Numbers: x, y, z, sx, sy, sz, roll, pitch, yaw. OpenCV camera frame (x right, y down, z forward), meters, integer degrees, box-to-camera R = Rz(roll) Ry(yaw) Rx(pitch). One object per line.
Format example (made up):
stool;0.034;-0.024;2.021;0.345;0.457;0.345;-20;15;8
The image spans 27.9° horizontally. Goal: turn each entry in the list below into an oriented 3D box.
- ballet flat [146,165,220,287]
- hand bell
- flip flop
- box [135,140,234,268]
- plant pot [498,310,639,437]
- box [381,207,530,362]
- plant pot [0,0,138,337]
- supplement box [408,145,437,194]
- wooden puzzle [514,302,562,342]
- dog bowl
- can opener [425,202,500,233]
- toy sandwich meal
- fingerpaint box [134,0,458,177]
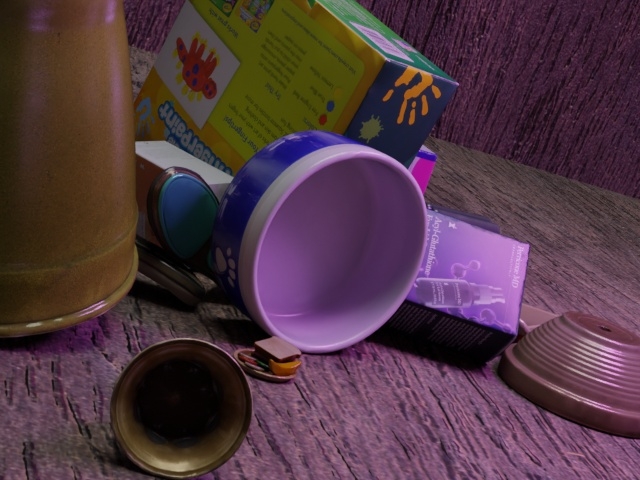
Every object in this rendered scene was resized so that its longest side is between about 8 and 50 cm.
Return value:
ballet flat;-0.161;-0.009;1.639;0.096;0.095;0.280;29;-16;38
hand bell;-0.147;0.141;1.245;0.126;0.126;0.242;16;0;-13
flip flop;-0.273;0.011;1.619;0.277;0.080;0.112;34;8;-1
box;-0.212;-0.052;1.803;0.170;0.130;0.091;28;23;37
plant pot;0.374;0.171;1.777;0.237;0.109;0.237;19;13;-5
box;0.171;0.057;1.786;0.207;0.153;0.108;17;-30;-9
plant pot;-0.343;-0.147;1.343;0.366;0.353;0.366;12;27;-6
supplement box;0.091;-0.062;2.092;0.111;0.220;0.114;16;12;-16
wooden puzzle;0.271;0.114;1.997;0.221;0.044;0.239;20;6;34
dog bowl;0.000;0.000;1.603;0.265;0.265;0.104;8;15;-39
can opener;0.241;-0.069;2.614;0.283;0.095;0.076;13;15;-23
toy sandwich meal;-0.059;0.135;1.483;0.086;0.029;0.085;18;13;-4
fingerpaint box;-0.062;-0.192;1.887;0.163;0.371;0.445;12;25;-44
